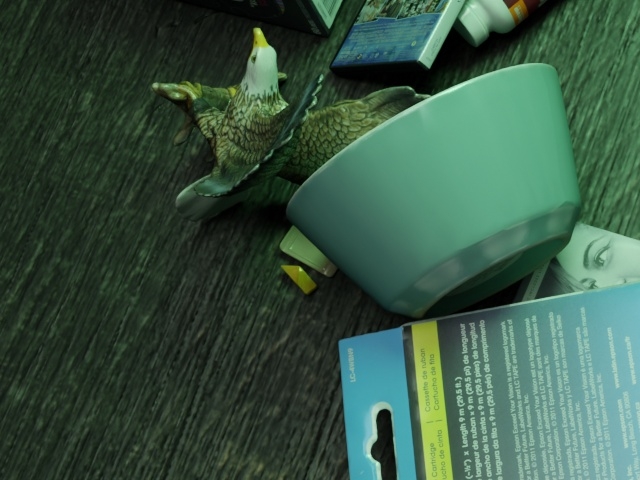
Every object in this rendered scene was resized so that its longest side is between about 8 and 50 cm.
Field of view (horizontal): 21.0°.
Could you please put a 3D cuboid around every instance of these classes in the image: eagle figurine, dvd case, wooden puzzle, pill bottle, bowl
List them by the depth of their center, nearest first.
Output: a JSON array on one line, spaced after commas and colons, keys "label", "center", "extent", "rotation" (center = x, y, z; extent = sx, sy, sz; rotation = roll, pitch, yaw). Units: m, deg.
[{"label": "bowl", "center": [0.140, -0.030, 1.746], "extent": [0.312, 0.311, 0.163], "rotation": [-29, 77, 4]}, {"label": "dvd case", "center": [0.308, 0.076, 1.777], "extent": [0.221, 0.018, 0.164], "rotation": [18, 73, 25]}, {"label": "eagle figurine", "center": [-0.045, -0.116, 1.845], "extent": [0.298, 0.225, 0.226], "rotation": [26, 68, 43]}, {"label": "wooden puzzle", "center": [0.000, 0.000, 1.917], "extent": [0.078, 0.014, 0.116], "rotation": [37, 82, 24]}, {"label": "pill bottle", "center": [0.213, -0.289, 1.938], "extent": [0.152, 0.086, 0.086], "rotation": [-40, 60, -2]}, {"label": "dvd case", "center": [0.119, -0.297, 1.957], "extent": [0.180, 0.022, 0.253], "rotation": [5, 63, 58]}]

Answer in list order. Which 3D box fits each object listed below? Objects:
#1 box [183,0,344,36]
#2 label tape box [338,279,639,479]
[{"label": "box", "center": [-0.101, -0.363, 2.030], "extent": [0.270, 0.165, 0.143], "rotation": [17, 73, 25]}, {"label": "label tape box", "center": [0.205, 0.194, 1.695], "extent": [0.348, 0.115, 0.249], "rotation": [-12, 67, 18]}]
